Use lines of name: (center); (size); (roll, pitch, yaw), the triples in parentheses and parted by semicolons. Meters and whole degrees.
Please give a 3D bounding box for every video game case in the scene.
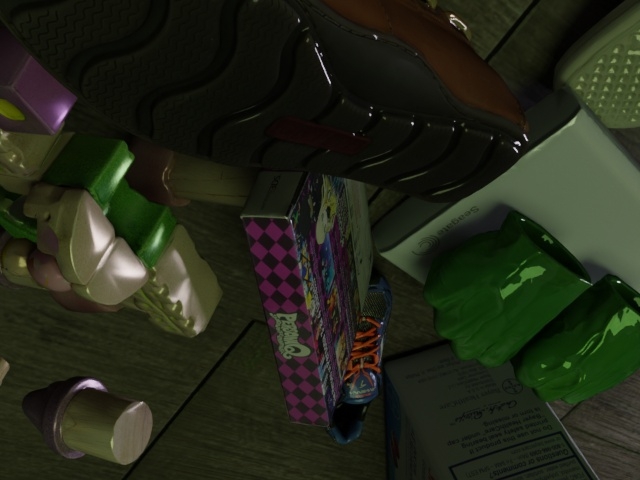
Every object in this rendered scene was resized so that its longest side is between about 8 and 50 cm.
video game case: (0.000, 0.000, 0.718); (0.041, 0.210, 0.232); (3, 133, 14)

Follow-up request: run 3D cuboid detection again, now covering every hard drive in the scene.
hard drive: (0.253, 0.014, 0.909); (0.233, 0.047, 0.353); (-37, 132, 23)

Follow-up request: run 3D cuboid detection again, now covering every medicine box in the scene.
medicine box: (0.190, 0.301, 0.977); (0.149, 0.289, 0.263); (-14, 131, -10)

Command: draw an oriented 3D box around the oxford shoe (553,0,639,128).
oxford shoe: (0.391, -0.251, 0.725); (0.169, 0.130, 0.449); (24, 131, -39)

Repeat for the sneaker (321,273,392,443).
sneaker: (0.039, 0.126, 0.911); (0.083, 0.087, 0.221); (-6, 130, -18)

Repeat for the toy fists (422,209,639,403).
toy fists: (0.219, 0.076, 0.866); (0.279, 0.096, 0.142); (28, 116, -33)

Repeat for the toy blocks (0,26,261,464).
toy blocks: (-0.229, -0.029, 0.576); (0.260, 0.309, 0.289); (9, 148, 26)

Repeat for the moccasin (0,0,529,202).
moccasin: (-0.016, -0.127, 0.498); (0.380, 0.147, 0.139); (6, 144, -42)
